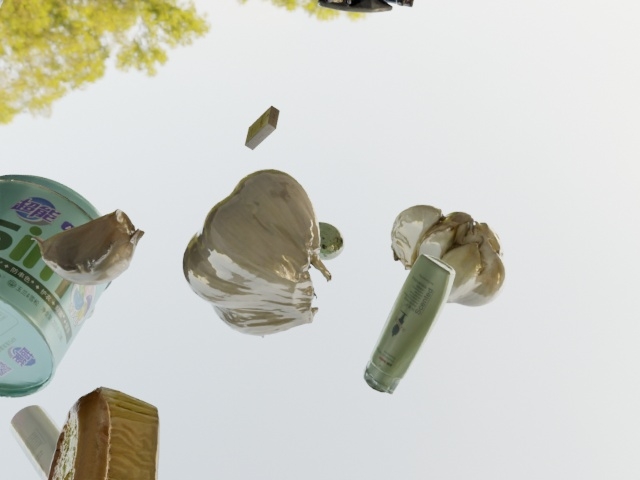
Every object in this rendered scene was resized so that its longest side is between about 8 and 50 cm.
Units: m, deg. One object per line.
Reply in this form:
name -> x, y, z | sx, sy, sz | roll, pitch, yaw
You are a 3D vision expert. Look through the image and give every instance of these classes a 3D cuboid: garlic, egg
garlic -> -0.280, 0.018, 0.771 | 0.152, 0.066, 0.084 | -19, -120, 18
egg -> 0.000, 0.000, 1.407 | 0.110, 0.085, 0.085 | 14, -143, -2
garlic -> -0.091, 0.025, 0.791 | 0.142, 0.230, 0.178 | -6, -144, -39
garlic -> 0.312, 0.018, 1.439 | 0.184, 0.203, 0.281 | -15, -129, -33

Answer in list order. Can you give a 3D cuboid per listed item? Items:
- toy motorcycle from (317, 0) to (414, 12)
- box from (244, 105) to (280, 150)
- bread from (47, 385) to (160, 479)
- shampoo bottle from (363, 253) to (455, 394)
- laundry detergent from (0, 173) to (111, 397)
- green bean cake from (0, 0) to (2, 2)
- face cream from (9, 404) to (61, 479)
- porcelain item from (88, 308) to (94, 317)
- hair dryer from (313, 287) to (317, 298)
toy motorcycle -> 0.015, -0.282, 0.659 | 0.215, 0.080, 0.122 | -3, -155, -23
box -> -0.115, -0.220, 1.240 | 0.083, 0.024, 0.053 | -31, -141, 41
bread -> -0.298, 0.343, 0.847 | 0.119, 0.152, 0.288 | 21, -146, -26
shampoo bottle -> 0.128, 0.125, 0.927 | 0.072, 0.213, 0.049 | 33, -164, 34
laundry detergent -> -0.521, 0.058, 1.083 | 0.287, 0.287, 0.305 | 2, -140, 10
green bean cake -> -0.704, -0.374, 1.094 | 0.218, 0.335, 0.319 | 25, -132, -32
face cream -> -0.633, 0.522, 1.512 | 0.102, 0.102, 0.345 | -31, -138, -32
porcelain item -> -0.663, 0.180, 1.493 | 0.259, 0.141, 0.141 | -20, -147, 15
hair dryer -> -0.091, 0.023, 1.605 | 0.173, 0.107, 0.357 | -37, -124, -1
